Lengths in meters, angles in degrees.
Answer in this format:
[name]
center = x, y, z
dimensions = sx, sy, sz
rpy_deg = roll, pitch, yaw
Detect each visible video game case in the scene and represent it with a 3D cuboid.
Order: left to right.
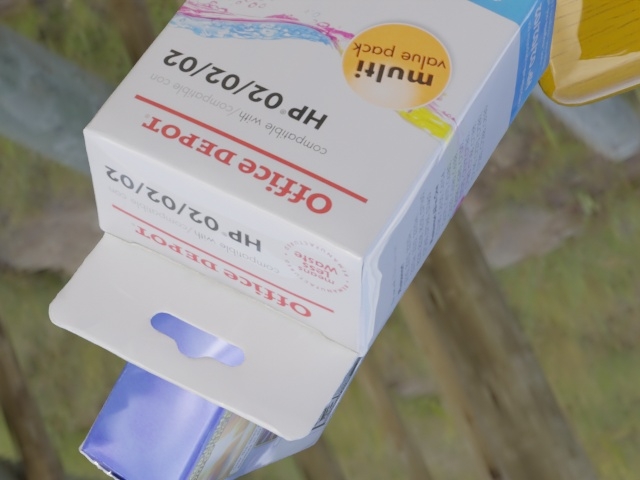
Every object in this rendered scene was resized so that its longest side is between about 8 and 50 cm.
[video game case]
center = 0.000, 0.000, 0.982
dimensions = 0.269, 0.061, 0.244
rpy_deg = -61, 166, 9

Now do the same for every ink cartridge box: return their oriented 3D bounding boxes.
[ink cartridge box]
center = -0.005, -0.036, 0.607
dimensions = 0.181, 0.104, 0.061
rpy_deg = -56, 162, -29

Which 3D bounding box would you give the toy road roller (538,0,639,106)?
[toy road roller]
center = 0.162, -0.205, 0.957
dimensions = 0.202, 0.241, 0.329
rpy_deg = -19, 180, 24
